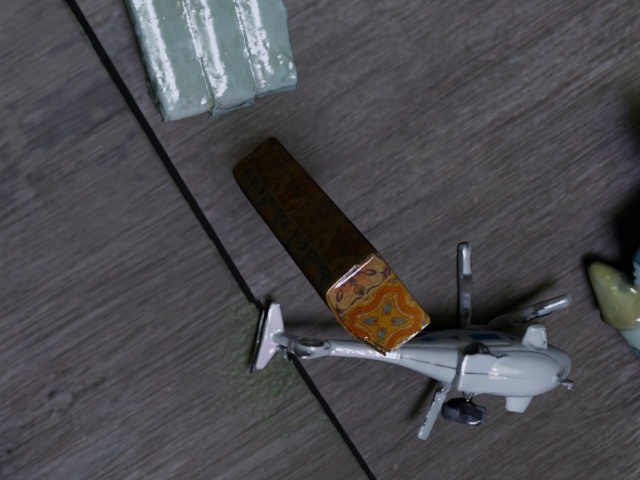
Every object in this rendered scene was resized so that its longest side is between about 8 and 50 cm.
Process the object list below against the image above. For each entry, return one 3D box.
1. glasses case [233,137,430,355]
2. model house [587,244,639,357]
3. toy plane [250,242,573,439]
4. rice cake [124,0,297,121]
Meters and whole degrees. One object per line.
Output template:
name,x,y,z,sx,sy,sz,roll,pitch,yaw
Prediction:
glasses case,0.000,0.000,0.835,0.049,0.218,0.075,-39,122,0
model house,0.357,0.046,0.993,0.194,0.267,0.325,-48,110,-10
toy plane,0.092,0.090,0.985,0.273,0.107,0.182,24,98,-25
rice cake,-0.089,-0.187,0.815,0.124,0.038,0.211,-16,120,-14
